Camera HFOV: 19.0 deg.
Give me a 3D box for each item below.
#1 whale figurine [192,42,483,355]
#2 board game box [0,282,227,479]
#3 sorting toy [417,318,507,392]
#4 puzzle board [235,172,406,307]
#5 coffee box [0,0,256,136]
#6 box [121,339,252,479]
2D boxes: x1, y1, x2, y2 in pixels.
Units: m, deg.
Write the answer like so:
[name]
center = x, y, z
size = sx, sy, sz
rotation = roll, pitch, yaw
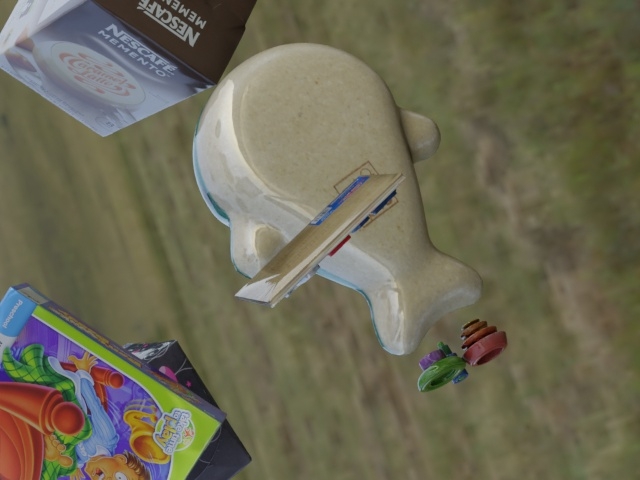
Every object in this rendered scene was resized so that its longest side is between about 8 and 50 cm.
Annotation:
[whale figurine]
center = 0.011, -0.029, 1.583
size = 0.272, 0.216, 0.141
rotation = 50, 158, 3
[board game box]
center = -0.279, 0.248, 1.793
size = 0.233, 0.347, 0.078
rotation = 32, -178, 1
[sorting toy]
center = 0.127, 0.106, 1.815
size = 0.042, 0.102, 0.061
rotation = 59, 159, 20
[puzzle board]
center = 0.000, 0.000, 1.327
size = 0.011, 0.128, 0.096
rotation = 49, 169, -11
[coffee box]
center = -0.184, -0.191, 1.744
size = 0.141, 0.098, 0.246
rotation = 33, 157, -21
[box]
center = -0.226, 0.235, 1.987
size = 0.163, 0.247, 0.142
rotation = 59, 153, -12
